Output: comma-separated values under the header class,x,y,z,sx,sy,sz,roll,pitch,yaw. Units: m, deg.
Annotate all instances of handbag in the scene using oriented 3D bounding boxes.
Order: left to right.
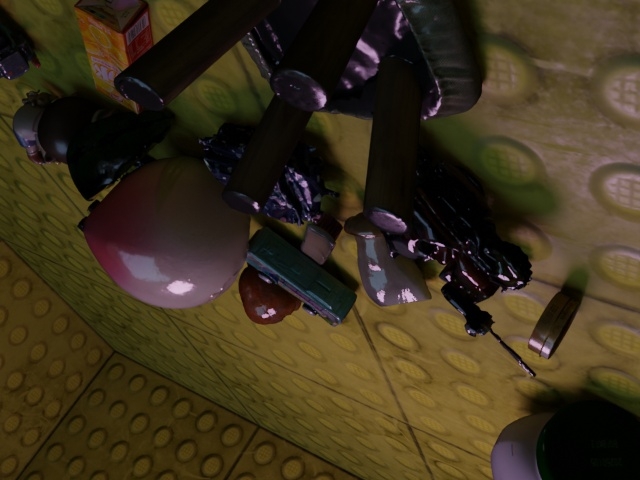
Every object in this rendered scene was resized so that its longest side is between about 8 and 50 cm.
class,x,y,z,sx,sy,sz,roll,pitch,yaw
handbag,-0.095,-0.114,1.236,0.260,0.113,0.162,20,148,45

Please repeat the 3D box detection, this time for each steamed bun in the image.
class,x,y,z,sx,sy,sz,roll,pitch,yaw
steamed bun,-0.307,-0.018,1.398,0.309,0.309,0.309,28,155,14

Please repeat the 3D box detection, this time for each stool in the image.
class,x,y,z,sx,sy,sz,roll,pitch,yaw
stool,-0.011,-0.178,0.824,0.310,0.226,0.310,7,154,34

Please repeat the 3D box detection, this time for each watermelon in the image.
class,x,y,z,sx,sy,sz,roll,pitch,yaw
watermelon,-0.401,-0.161,1.411,0.301,0.129,0.123,-30,87,35

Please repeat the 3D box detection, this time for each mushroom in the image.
class,x,y,z,sx,sy,sz,roll,pitch,yaw
mushroom,0.113,0.037,1.296,0.116,0.093,0.225,-9,124,38

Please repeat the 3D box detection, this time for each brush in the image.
class,x,y,z,sx,sy,sz,roll,pitch,yaw
brush,0.000,0.000,1.369,0.060,0.050,0.321,35,170,1

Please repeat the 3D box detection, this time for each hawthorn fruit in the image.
class,x,y,z,sx,sy,sz,roll,pitch,yaw
hawthorn fruit,-0.132,0.114,1.667,0.189,0.149,0.149,28,155,11

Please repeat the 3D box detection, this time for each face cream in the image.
class,x,y,z,sx,sy,sz,roll,pitch,yaw
face cream,0.494,0.468,1.441,0.312,0.219,0.357,29,152,16

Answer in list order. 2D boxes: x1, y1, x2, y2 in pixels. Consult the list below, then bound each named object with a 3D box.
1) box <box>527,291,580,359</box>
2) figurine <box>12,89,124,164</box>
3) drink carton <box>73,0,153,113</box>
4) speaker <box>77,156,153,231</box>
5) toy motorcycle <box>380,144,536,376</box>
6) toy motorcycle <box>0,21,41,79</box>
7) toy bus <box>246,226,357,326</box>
class,x,y,z,sx,sy,sz,roll,pitch,yaw
box,0.358,0.131,1.127,0.037,0.105,0.105,30,156,25
figurine,-0.517,-0.225,1.525,0.276,0.161,0.158,14,172,41
drink carton,-0.331,-0.313,1.212,0.096,0.071,0.223,30,157,7
speaker,-0.384,-0.032,1.664,0.254,0.184,0.232,43,154,-11
toy motorcycle,0.204,0.023,1.073,0.401,0.134,0.207,43,155,-3
toy motorcycle,-0.627,-0.411,1.360,0.182,0.124,0.272,44,163,37
toy bus,-0.043,0.077,1.535,0.262,0.091,0.109,36,165,-7
